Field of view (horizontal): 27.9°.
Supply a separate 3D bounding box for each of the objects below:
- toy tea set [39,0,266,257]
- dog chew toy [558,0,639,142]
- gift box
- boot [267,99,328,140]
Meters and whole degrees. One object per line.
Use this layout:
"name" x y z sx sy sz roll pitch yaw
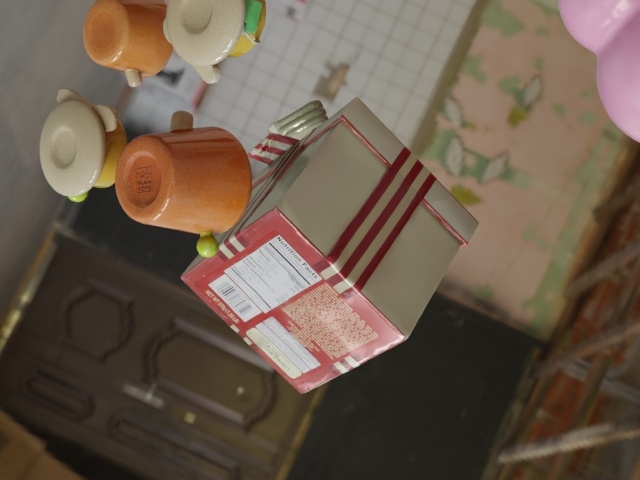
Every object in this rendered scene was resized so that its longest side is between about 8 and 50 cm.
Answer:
"toy tea set" -0.112 -0.158 1.117 0.124 0.200 0.336 -1 119 -50
"dog chew toy" 0.334 -0.144 1.097 0.206 0.332 0.206 -39 172 -7
"gift box" 0.000 0.000 1.594 0.276 0.255 0.258 -26 -159 46
"boot" -0.034 -0.093 1.913 0.077 0.165 0.213 -17 164 -49
